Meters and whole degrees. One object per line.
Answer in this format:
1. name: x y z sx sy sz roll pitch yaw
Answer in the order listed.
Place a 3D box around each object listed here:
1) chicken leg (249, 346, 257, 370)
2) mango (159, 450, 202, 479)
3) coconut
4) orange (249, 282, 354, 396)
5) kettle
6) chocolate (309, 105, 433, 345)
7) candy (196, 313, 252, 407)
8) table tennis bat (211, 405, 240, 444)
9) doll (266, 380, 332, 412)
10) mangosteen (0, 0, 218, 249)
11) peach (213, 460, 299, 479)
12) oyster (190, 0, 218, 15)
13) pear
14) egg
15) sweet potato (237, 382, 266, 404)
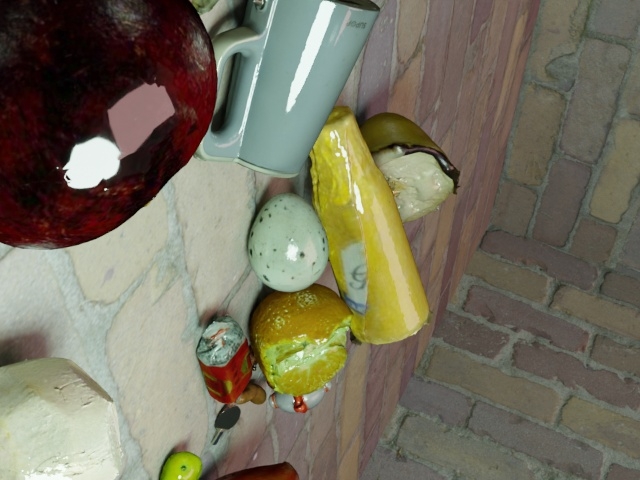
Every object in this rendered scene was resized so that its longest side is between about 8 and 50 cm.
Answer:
1. chicken leg: -0.122 0.214 1.604 0.083 0.021 0.036 78 27 -69
2. mango: -0.227 0.385 1.423 0.073 0.056 0.108 -46 156 -39
3. coconut: -0.275 0.198 0.865 0.162 0.161 0.161 -6 117 -63
4. orange: -0.034 0.160 1.539 0.179 0.158 0.237 -24 153 -10
5. kettle: -0.058 -0.206 1.098 0.211 0.160 0.243 -7 125 -51
6. chocolate: 0.063 -0.021 1.535 0.162 0.162 0.445 -52 133 -43
7. candy: -0.153 0.196 1.419 0.086 0.059 0.292 -54 158 -30
8. table tennis bat: -0.173 0.332 1.584 0.050 0.007 0.083 19 104 -47
9. doll: -0.040 0.274 1.696 0.245 0.142 0.076 -82 151 -79
10. mangosteen: -0.208 -0.127 0.630 0.261 0.236 0.235 48 56 -28
11. peach: -0.144 0.546 1.525 0.361 0.258 0.201 -61 168 -14
12. oyster: -0.132 -0.314 0.796 0.267 0.112 0.198 -53 138 -20
13. pear: 0.125 -0.157 1.679 0.267 0.267 0.178 81 3 -60
14. egg: -0.048 0.002 1.381 0.131 0.131 0.164 -44 148 -54
15. sweet potato: -0.129 0.287 1.646 0.044 0.044 0.179 -67 165 -4
